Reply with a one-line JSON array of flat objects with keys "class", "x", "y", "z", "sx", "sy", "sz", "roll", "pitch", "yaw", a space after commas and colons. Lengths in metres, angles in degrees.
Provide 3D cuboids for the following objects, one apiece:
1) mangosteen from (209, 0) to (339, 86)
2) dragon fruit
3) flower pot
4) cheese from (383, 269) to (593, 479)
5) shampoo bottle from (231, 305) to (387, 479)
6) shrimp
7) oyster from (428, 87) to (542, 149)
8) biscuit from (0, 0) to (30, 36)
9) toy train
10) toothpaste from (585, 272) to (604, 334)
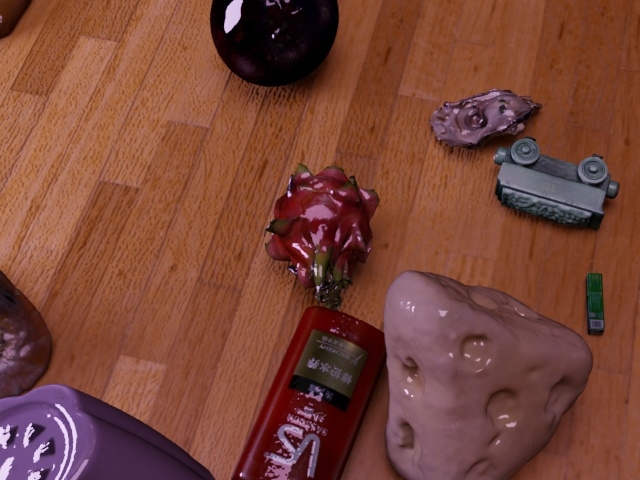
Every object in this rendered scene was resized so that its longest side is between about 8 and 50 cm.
[{"class": "mangosteen", "x": -0.075, "y": -0.327, "z": 1.519, "sx": 0.194, "sy": 0.194, "sz": 0.230, "roll": -19, "pitch": 24, "yaw": -10}, {"class": "dragon fruit", "x": -0.003, "y": -0.003, "z": 1.310, "sx": 0.137, "sy": 0.135, "sz": 0.236, "roll": 14, "pitch": 41, "yaw": 3}, {"class": "flower pot", "x": -0.245, "y": 0.277, "z": 1.048, "sx": 0.265, "sy": 0.243, "sz": 0.265, "roll": -16, "pitch": 43, "yaw": 15}, {"class": "cheese", "x": 0.188, "y": 0.130, "z": 1.173, "sx": 0.247, "sy": 0.251, "sz": 0.173, "roll": -24, "pitch": 23, "yaw": -26}, {"class": "shampoo bottle", "x": -0.020, "y": 0.227, "z": 1.212, "sx": 0.118, "sy": 0.076, "sz": 0.314, "roll": 26, "pitch": 61, "yaw": -1}, {"class": "shrimp", "x": -0.436, "y": 0.083, "z": 1.275, "sx": 0.143, "sy": 0.052, "sz": 0.251, "roll": -36, "pitch": 90, "yaw": -28}, {"class": "oyster", "x": 0.242, "y": -0.170, "z": 1.472, "sx": 0.165, "sy": 0.053, "sz": 0.108, "roll": -20, "pitch": 33, "yaw": -2}, {"class": "biscuit", "x": -0.620, "y": -0.421, "z": 1.659, "sx": 0.359, "sy": 0.046, "sz": 0.359, "roll": -1, "pitch": 57, "yaw": 2}, {"class": "toy train", "x": 0.312, "y": -0.075, "z": 1.403, "sx": 0.172, "sy": 0.070, "sz": 0.099, "roll": 17, "pitch": 70, "yaw": 13}, {"class": "toothpaste", "x": 0.351, "y": 0.081, "z": 1.331, "sx": 0.020, "sy": 0.017, "sz": 0.083, "roll": 3, "pitch": 58, "yaw": 6}]
